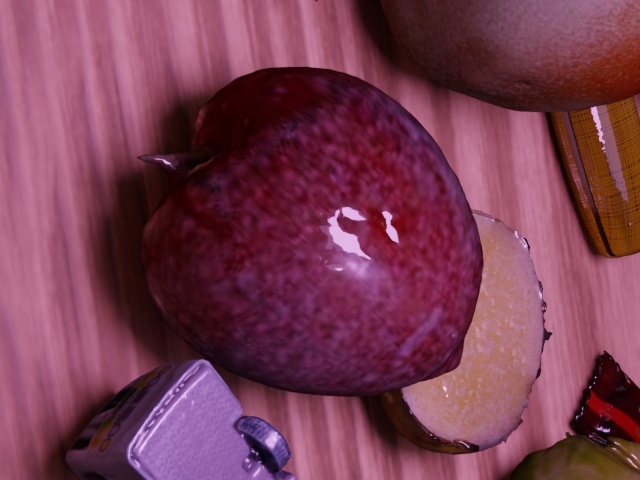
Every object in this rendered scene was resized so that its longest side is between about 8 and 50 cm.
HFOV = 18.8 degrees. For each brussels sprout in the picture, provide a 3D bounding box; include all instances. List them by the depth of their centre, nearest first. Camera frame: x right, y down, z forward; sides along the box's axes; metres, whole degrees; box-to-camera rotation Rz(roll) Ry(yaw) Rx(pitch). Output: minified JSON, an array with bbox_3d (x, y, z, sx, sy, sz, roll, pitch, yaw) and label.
[{"bbox_3d":[0.231,0.250,1.637,0.183,0.131,0.145,28,49,-34],"label":"brussels sprout"}]

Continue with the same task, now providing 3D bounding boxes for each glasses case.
[{"bbox_3d":[0.245,-0.099,1.705,0.079,0.064,0.234,-26,103,-44],"label":"glasses case"}]

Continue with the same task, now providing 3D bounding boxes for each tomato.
[{"bbox_3d":[0.170,-0.244,1.507,0.239,0.303,0.303,-22,101,-40],"label":"tomato"}]

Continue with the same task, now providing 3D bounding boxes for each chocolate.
[{"bbox_3d":[0.295,0.180,1.752,0.182,0.028,0.086,42,60,-28],"label":"chocolate"}]

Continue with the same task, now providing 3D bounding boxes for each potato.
[{"bbox_3d":[0.102,0.074,1.571,0.164,0.081,0.200,14,76,-29],"label":"potato"}]

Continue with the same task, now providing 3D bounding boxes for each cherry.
[{"bbox_3d":[0.000,0.000,1.408,0.300,0.203,0.230,37,53,-20],"label":"cherry"}]

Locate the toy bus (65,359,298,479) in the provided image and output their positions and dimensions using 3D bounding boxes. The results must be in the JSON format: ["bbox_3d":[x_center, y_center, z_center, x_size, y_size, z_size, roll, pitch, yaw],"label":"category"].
[{"bbox_3d":[-0.049,0.230,1.400,0.109,0.136,0.329,-49,117,-28],"label":"toy bus"}]
